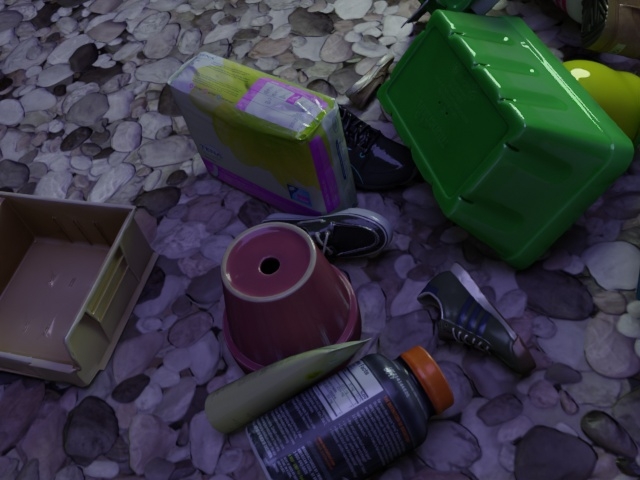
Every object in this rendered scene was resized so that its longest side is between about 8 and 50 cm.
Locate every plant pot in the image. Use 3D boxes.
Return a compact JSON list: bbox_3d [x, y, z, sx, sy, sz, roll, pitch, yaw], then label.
[{"bbox_3d":[-0.051,0.078,1.001,0.201,0.180,0.201,-6,51,8],"label":"plant pot"}]

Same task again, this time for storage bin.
[{"bbox_3d":[-0.432,0.071,1.132,0.262,0.123,0.260,7,55,17],"label":"storage bin"}]

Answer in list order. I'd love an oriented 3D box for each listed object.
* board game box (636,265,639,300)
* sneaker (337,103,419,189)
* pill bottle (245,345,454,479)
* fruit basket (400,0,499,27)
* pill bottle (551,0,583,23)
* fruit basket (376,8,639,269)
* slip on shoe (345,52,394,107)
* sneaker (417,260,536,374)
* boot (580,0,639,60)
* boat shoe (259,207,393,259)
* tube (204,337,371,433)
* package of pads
[{"bbox_3d":[0.555,-0.060,0.919,0.253,0.079,0.336,8,54,23],"label":"board game box"},{"bbox_3d":[0.041,-0.164,1.215,0.267,0.106,0.101,19,58,24],"label":"sneaker"},{"bbox_3d":[0.042,0.226,0.898,0.245,0.130,0.130,-28,52,-9],"label":"pill bottle"},{"bbox_3d":[0.275,-0.479,1.237,0.327,0.353,0.165,-42,89,20],"label":"fruit basket"},{"bbox_3d":[0.489,-0.498,1.330,0.160,0.160,0.283,-24,51,-5],"label":"pill bottle"},{"bbox_3d":[0.321,-0.165,1.101,0.392,0.283,0.392,26,34,-18],"label":"fruit basket"},{"bbox_3d":[0.100,-0.297,1.345,0.041,0.051,0.135,46,58,-6],"label":"slip on shoe"},{"bbox_3d":[0.203,0.120,0.990,0.086,0.064,0.192,-31,52,-2],"label":"sneaker"},{"bbox_3d":[0.552,-0.369,1.163,0.269,0.089,0.236,12,82,-15],"label":"boot"},{"bbox_3d":[0.000,0.000,1.106,0.219,0.078,0.070,-1,24,21],"label":"boat shoe"},{"bbox_3d":[-0.049,0.180,0.923,0.240,0.062,0.070,-33,26,30],"label":"tube"},{"bbox_3d":[-0.092,-0.162,1.163,0.296,0.229,0.101,26,62,29],"label":"package of pads"}]
